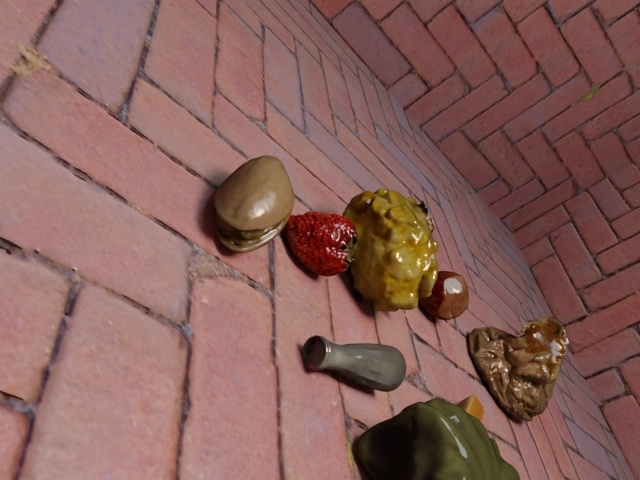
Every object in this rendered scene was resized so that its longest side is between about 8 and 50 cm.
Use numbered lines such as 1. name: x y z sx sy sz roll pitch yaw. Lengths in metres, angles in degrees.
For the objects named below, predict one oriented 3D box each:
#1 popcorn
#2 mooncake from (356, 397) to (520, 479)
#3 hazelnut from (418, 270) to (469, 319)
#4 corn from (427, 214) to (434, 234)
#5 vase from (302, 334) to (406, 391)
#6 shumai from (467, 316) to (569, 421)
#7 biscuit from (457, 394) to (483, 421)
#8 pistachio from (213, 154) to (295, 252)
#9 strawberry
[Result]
1. popcorn: 0.154 0.025 1.247 0.252 0.215 0.287 79 -4 -57
2. mooncake: 0.203 0.430 0.845 0.351 0.187 0.351 45 23 -25
3. hazelnut: 0.331 0.145 1.530 0.154 0.143 0.143 15 43 -33
4. corn: 0.260 -0.075 1.734 0.280 0.092 0.092 26 37 -42
5. vase: 0.059 0.214 0.983 0.214 0.086 0.086 23 39 -44
6. shumai: 0.625 0.362 1.644 0.314 0.262 0.267 57 24 -2
7. biscuit: 0.327 0.412 1.262 0.052 0.056 0.188 56 25 6
8. pistachio: -0.115 -0.067 0.965 0.136 0.135 0.226 47 32 -20
9. strawberry: 0.001 0.006 1.113 0.131 0.148 0.131 6 90 -83
